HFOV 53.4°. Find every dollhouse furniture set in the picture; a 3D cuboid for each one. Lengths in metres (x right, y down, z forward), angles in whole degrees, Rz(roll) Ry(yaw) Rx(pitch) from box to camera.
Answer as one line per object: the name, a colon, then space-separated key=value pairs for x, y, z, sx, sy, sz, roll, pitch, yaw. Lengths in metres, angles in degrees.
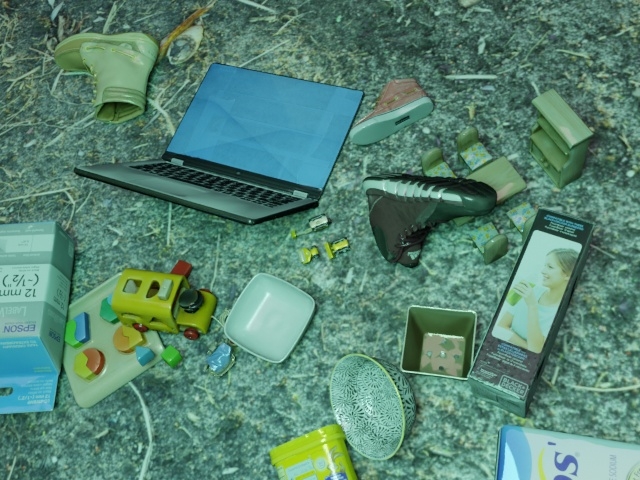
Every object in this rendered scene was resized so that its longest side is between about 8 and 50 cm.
dollhouse furniture set: x=0.320 y=-0.120 z=1.092 sx=0.242 sy=0.161 sz=0.212 roll=-30 pitch=63 yaw=1

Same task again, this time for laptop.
laptop: x=-0.178 y=-0.212 z=1.232 sx=0.382 sy=0.408 sz=0.236 roll=16 pitch=106 yaw=21

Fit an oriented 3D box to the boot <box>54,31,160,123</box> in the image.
boot: x=-0.507 y=-0.369 z=1.461 sx=0.262 sy=0.095 sz=0.203 roll=0 pitch=69 yaw=10

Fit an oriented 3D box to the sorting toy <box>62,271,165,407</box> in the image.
sorting toy: x=-0.418 y=0.186 z=1.227 sx=0.193 sy=0.038 sz=0.208 roll=-34 pitch=63 yaw=-1

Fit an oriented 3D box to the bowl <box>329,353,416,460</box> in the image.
bowl: x=0.099 y=0.256 z=1.020 sx=0.170 sy=0.080 sz=0.170 roll=12 pitch=105 yaw=50

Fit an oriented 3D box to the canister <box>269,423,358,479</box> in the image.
canister: x=0.002 y=0.394 z=1.002 sx=0.126 sy=0.073 sz=0.169 roll=-27 pitch=65 yaw=12

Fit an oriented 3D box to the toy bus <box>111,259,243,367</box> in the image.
toy bus: x=-0.277 y=0.111 z=1.164 sx=0.202 sy=0.104 sz=0.191 roll=-32 pitch=59 yaw=-16

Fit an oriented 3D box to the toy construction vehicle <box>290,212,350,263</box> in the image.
toy construction vehicle: x=0.000 y=0.000 z=1.202 sx=0.098 sy=0.035 sz=0.085 roll=-24 pitch=74 yaw=7

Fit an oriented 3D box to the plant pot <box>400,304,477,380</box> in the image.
plant pot: x=0.196 y=0.175 z=1.034 sx=0.109 sy=0.096 sz=0.108 roll=4 pitch=68 yaw=17

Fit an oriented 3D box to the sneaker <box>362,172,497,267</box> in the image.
sneaker: x=0.183 y=-0.025 z=1.084 sx=0.281 sy=0.107 sz=0.162 roll=17 pitch=113 yaw=55

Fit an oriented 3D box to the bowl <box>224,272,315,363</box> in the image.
bowl: x=-0.087 y=0.144 z=1.148 sx=0.142 sy=0.053 sz=0.142 roll=25 pitch=76 yaw=22

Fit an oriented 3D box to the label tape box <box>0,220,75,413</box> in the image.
label tape box: x=-0.621 y=0.144 z=1.198 sx=0.249 sy=0.115 sz=0.347 roll=-3 pitch=63 yaw=0

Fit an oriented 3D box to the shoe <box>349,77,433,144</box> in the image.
shoe: x=0.128 y=-0.258 z=1.261 sx=0.178 sy=0.063 sz=0.081 roll=-25 pitch=62 yaw=-2

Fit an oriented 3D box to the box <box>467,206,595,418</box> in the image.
box: x=0.328 y=0.115 z=0.988 sx=0.087 sy=0.169 sz=0.289 roll=21 pitch=76 yaw=24

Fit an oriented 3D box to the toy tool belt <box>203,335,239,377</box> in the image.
toy tool belt: x=-0.178 y=0.205 z=1.147 sx=0.052 sy=0.051 sz=0.083 roll=28 pitch=76 yaw=23

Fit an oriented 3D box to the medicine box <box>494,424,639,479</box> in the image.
medicine box: x=0.379 y=0.409 z=0.857 sx=0.290 sy=0.149 sz=0.263 roll=5 pitch=69 yaw=16
